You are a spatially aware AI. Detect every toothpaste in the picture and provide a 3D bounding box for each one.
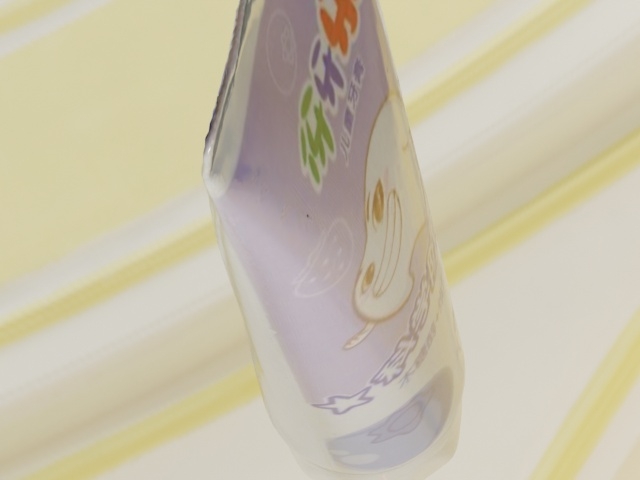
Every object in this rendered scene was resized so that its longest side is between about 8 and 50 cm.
[{"bbox_3d":[0.000,0.000,0.576,0.080,0.371,0.125,7,-114,11],"label":"toothpaste"}]
